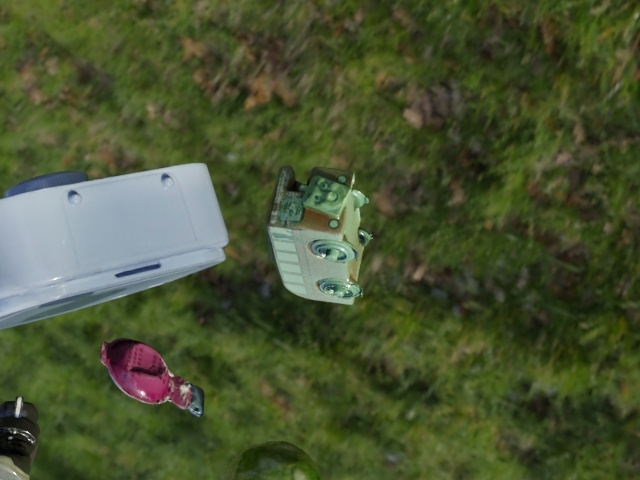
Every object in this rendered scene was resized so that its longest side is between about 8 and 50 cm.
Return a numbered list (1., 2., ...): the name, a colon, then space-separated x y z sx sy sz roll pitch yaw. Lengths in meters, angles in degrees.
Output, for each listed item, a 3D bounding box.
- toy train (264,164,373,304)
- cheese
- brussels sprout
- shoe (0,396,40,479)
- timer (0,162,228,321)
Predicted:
1. toy train: 0.000 0.000 2.104 0.159 0.129 0.326 10 157 10
2. cheese: -0.191 0.157 1.489 0.145 0.095 0.038 32 120 -26
3. brussels sprout: -0.056 0.300 1.495 0.155 0.117 0.155 18 120 35
4. shoe: -0.326 0.212 1.360 0.071 0.099 0.169 16 166 -8
5. timer: -0.347 0.005 1.708 0.395 0.395 0.173 -19 87 47
